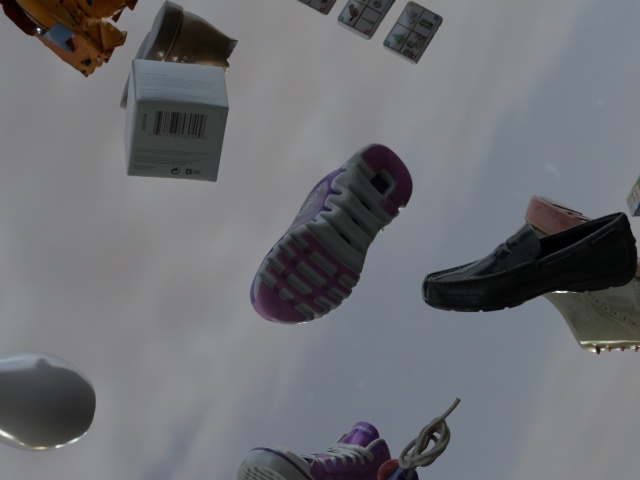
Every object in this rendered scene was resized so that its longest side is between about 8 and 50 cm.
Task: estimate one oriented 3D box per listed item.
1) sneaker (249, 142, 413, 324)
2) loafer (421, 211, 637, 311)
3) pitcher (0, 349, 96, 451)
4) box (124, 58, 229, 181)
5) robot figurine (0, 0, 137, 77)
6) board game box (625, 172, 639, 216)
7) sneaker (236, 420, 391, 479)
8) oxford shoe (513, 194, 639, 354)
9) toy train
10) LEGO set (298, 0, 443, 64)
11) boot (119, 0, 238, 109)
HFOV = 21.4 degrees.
[{"bbox_3d":[0.000,0.000,1.810,0.236,0.095,0.104,-51,19,-27],"label":"sneaker"},{"bbox_3d":[0.209,0.020,1.716,0.076,0.223,0.078,-104,3,-72],"label":"loafer"},{"bbox_3d":[-0.401,0.184,2.125,0.207,0.178,0.125,16,-79,-37],"label":"pitcher"},{"bbox_3d":[-0.156,-0.128,1.812,0.087,0.101,0.102,-102,19,-51],"label":"box"},{"bbox_3d":[-0.323,-0.325,1.841,0.085,0.291,0.211,-30,29,34],"label":"robot figurine"},{"bbox_3d":[0.440,-0.070,1.947,0.103,0.154,0.026,105,158,-53],"label":"board game box"},{"bbox_3d":[0.001,0.260,1.939,0.282,0.102,0.161,55,-130,-52],"label":"sneaker"},{"bbox_3d":[0.411,0.095,2.181,0.146,0.397,0.140,-61,-26,10],"label":"oxford shoe"},{"bbox_3d":[0.104,0.278,1.619,0.248,0.143,0.105,-48,1,26],"label":"toy train"},{"bbox_3d":[0.097,-0.356,2.195,0.244,0.182,0.060,-60,-6,-20],"label":"LEGO set"},{"bbox_3d":[-0.196,-0.228,2.293,0.305,0.115,0.112,152,134,-70],"label":"boot"}]
